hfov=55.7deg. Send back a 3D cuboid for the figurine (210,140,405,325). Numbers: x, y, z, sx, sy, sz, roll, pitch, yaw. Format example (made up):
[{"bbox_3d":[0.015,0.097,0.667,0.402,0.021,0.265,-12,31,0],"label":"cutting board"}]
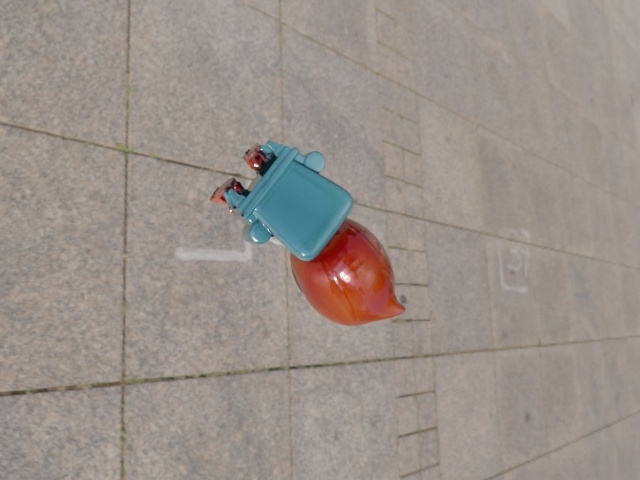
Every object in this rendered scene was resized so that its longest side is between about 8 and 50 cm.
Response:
[{"bbox_3d":[0.000,0.000,0.387,0.140,0.075,0.068,44,78,-18],"label":"figurine"}]
